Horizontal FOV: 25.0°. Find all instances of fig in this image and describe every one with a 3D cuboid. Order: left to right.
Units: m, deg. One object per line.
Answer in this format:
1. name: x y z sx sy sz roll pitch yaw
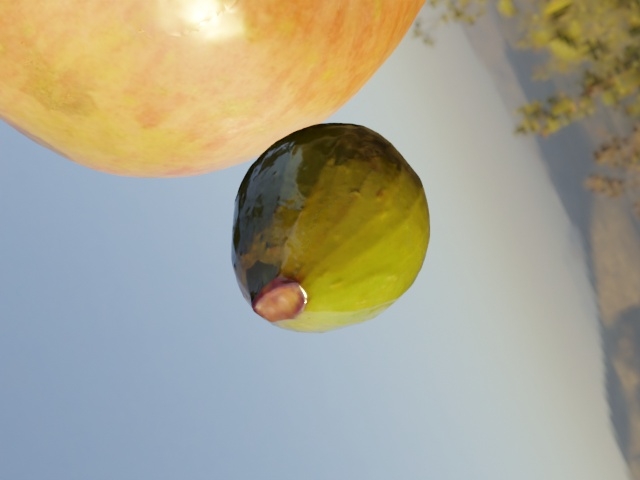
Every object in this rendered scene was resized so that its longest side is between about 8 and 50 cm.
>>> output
1. fig: 0.000 0.000 0.523 0.074 0.074 0.088 61 -145 -24

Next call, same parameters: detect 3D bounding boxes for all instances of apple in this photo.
1. apple: -0.107 -0.215 0.997 0.364 0.364 0.364 62 -172 -16
